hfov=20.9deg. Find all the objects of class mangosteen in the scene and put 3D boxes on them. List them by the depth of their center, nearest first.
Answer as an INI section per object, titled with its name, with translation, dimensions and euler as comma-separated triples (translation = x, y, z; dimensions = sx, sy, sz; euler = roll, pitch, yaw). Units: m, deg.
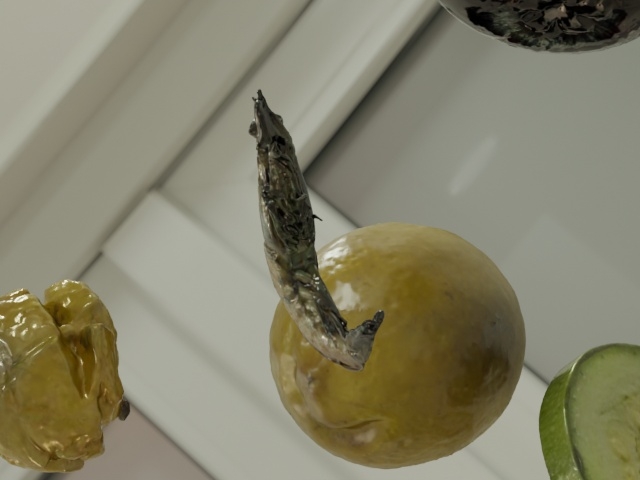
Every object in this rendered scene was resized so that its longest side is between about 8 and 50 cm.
[mangosteen]
translation = 0.220, -0.329, 1.625
dimensions = 0.300, 0.300, 0.300
euler = -45, -17, -18

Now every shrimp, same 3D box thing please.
[shrimp]
translation = 0.000, 0.000, 1.551
dimensions = 0.051, 0.198, 0.262
euler = -21, -62, -23

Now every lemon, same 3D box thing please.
[lemon]
translation = 0.086, 0.119, 1.963
dimensions = 0.297, 0.297, 0.297
euler = -45, -17, -18

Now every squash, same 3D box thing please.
[squash]
translation = 0.350, 0.232, 1.863
dimensions = 0.252, 0.252, 0.049
euler = -34, -6, -43

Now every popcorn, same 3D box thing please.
[popcorn]
translation = -0.235, 0.115, 1.496
dimensions = 0.152, 0.148, 0.167
euler = 14, -97, -57
